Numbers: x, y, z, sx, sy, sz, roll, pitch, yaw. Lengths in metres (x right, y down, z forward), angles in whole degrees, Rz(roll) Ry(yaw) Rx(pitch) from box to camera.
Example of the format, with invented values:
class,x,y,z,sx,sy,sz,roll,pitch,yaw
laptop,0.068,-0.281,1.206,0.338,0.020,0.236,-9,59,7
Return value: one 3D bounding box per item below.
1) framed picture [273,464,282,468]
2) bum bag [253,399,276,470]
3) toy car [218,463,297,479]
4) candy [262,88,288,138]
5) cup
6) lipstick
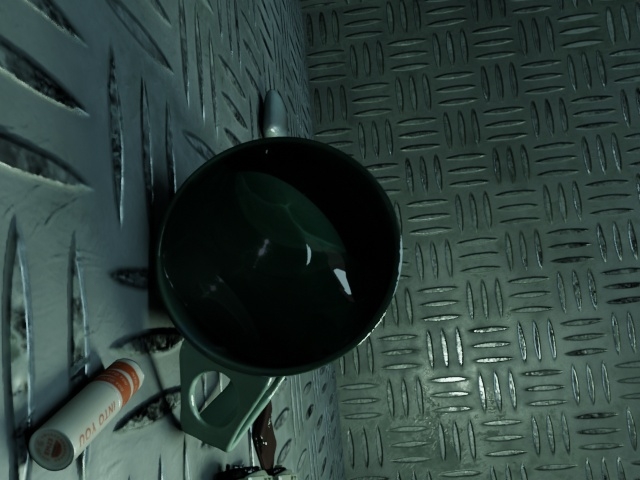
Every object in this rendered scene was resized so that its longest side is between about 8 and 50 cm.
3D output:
class,x,y,z,sx,sy,sz,roll,pitch,yaw
framed picture,-0.090,0.681,1.052,0.247,0.022,0.335,-58,142,-76
bum bag,-0.113,0.432,1.121,0.109,0.026,0.159,-84,168,-58
toy car,-0.083,0.472,0.864,0.301,0.118,0.193,55,22,-61
candy,-0.133,-0.345,1.538,0.138,0.071,0.174,76,10,-54
cup,-0.082,0.083,0.803,0.310,0.401,0.392,51,-8,14
lipstick,-0.202,0.149,0.462,0.131,0.038,0.038,-69,152,-78
